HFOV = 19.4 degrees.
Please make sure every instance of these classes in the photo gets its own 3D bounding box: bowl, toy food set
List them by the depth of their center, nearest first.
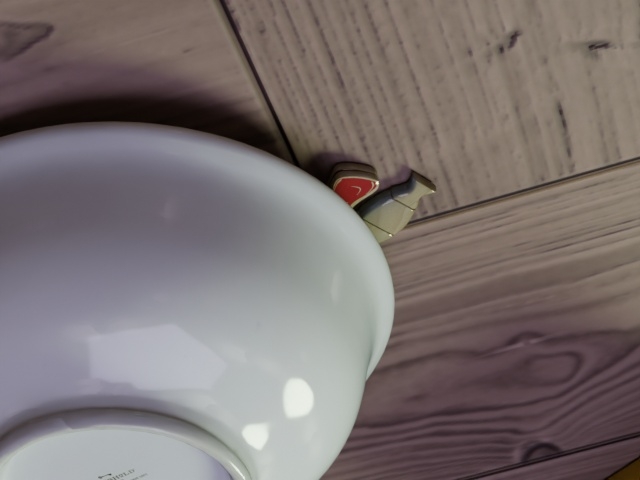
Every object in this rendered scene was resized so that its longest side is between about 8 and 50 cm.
[{"bbox_3d":[-0.106,0.085,0.999,0.298,0.134,0.298,0,139,0],"label":"bowl"},{"bbox_3d":[0.000,0.000,1.024,0.078,0.019,0.122,21,131,-27],"label":"toy food set"}]

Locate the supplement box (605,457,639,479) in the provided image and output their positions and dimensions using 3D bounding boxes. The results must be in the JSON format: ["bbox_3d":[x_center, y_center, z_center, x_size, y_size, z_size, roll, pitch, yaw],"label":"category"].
[{"bbox_3d":[0.265,0.236,1.191,0.129,0.194,0.191,29,126,-33],"label":"supplement box"}]
